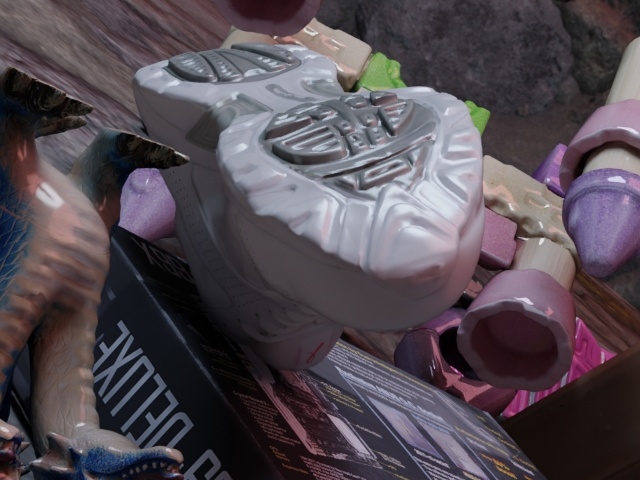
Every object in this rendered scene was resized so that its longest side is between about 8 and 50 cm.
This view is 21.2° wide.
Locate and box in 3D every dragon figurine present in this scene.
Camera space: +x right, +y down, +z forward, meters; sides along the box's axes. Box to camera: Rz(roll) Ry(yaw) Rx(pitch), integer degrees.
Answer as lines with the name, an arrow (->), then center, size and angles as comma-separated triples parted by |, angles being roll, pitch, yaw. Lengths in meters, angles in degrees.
dragon figurine -> -0.135, 0.009, 0.601 | 0.085, 0.144, 0.289 | 29, -4, -42

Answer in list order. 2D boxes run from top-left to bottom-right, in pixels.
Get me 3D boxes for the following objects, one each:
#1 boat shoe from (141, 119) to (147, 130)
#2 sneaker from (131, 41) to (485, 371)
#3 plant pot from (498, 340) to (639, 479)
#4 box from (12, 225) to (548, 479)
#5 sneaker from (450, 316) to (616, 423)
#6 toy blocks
boat shoe -> -0.049, -0.038, 1.258 | 0.206, 0.075, 0.065 | 46, 54, 7
sneaker -> 0.000, 0.000, 0.618 | 0.232, 0.090, 0.115 | -136, -144, -66
plant pot -> 0.255, 0.158, 1.042 | 0.229, 0.263, 0.263 | 60, 13, 8
box -> 0.032, 0.130, 0.712 | 0.307, 0.076, 0.242 | 29, 14, -47
sneaker -> 0.180, 0.119, 1.272 | 0.252, 0.103, 0.111 | 25, -24, -8
toy blocks -> 0.019, 0.003, 0.971 | 0.289, 0.309, 0.260 | 28, 44, -2
